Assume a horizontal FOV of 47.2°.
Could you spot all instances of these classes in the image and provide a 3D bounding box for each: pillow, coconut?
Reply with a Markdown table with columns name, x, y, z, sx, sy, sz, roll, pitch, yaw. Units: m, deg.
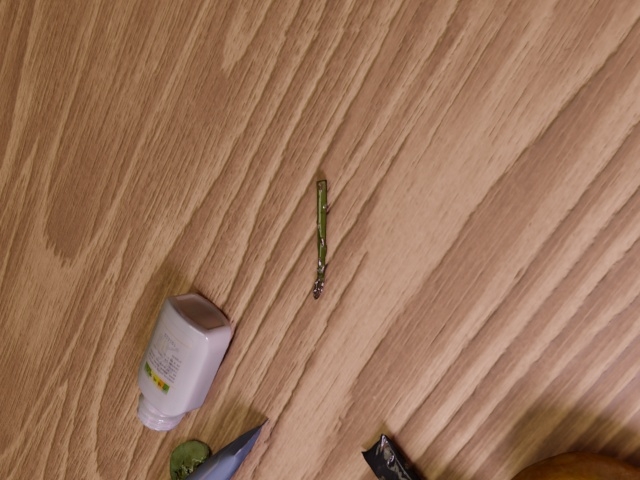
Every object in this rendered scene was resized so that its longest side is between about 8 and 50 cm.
| name | x | y | z | sx | sy | sz | roll | pitch | yaw |
| --- | --- | --- | --- | --- | --- | --- | --- | --- | --- |
| pillow | 0.145 | 0.458 | 1.437 | 0.090 | 0.048 | 0.150 | -47 | 72 | 29 |
| coconut | -0.330 | 0.566 | 1.796 | 0.133 | 0.055 | 0.158 | 7 | 100 | 34 |

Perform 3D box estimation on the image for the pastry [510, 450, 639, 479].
| name | x | y | z | sx | sy | sz | roll | pitch | yaw |
| --- | --- | --- | --- | --- | --- | --- | --- | --- | --- |
| pastry | 0.413 | 0.495 | 1.107 | 0.356 | 0.164 | 0.356 | -12 | 57 | 19 |

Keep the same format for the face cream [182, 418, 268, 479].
| name | x | y | z | sx | sy | sz | roll | pitch | yaw |
| --- | --- | --- | --- | --- | --- | --- | --- | --- | --- |
| face cream | -0.255 | 0.546 | 1.674 | 0.086 | 0.135 | 0.385 | 44 | 117 | 5 |

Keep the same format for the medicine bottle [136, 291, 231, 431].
| name | x | y | z | sx | sy | sz | roll | pitch | yaw |
| --- | --- | --- | --- | --- | --- | --- | --- | --- | --- |
| medicine bottle | -0.333 | 0.294 | 1.717 | 0.179 | 0.124 | 0.324 | 37 | 115 | 28 |

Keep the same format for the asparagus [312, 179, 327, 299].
| name | x | y | z | sx | sy | sz | roll | pitch | yaw |
| --- | --- | --- | --- | --- | --- | --- | --- | --- | --- |
| asparagus | 0.000 | 0.000 | 1.489 | 0.025 | 0.024 | 0.248 | 12 | 105 | 41 |
